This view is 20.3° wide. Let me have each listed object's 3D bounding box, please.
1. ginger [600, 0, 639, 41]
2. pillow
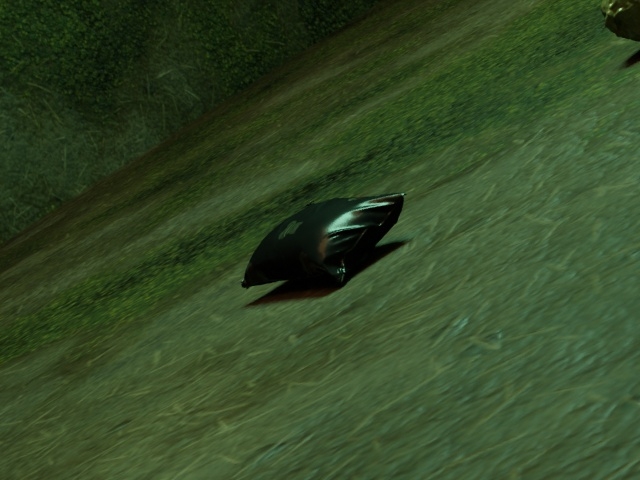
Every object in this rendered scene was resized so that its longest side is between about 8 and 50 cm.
[{"bbox_3d":[0.309,-0.225,1.569,0.095,0.069,0.190,-14,16,41],"label":"ginger"},{"bbox_3d":[0.000,-0.001,1.357,0.090,0.048,0.150,-31,12,-25],"label":"pillow"}]
